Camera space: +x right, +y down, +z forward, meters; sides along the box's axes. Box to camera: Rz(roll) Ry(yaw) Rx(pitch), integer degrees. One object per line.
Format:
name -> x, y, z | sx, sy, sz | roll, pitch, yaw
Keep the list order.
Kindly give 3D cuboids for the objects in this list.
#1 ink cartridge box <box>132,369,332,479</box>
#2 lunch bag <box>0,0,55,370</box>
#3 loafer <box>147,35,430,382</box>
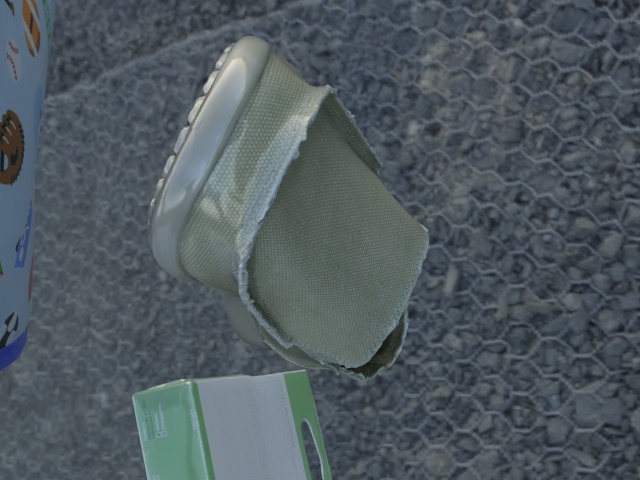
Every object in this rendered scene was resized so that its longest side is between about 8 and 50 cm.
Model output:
ink cartridge box -> -0.057, 0.194, 0.821 | 0.056, 0.235, 0.171 | -16, 80, 17
lunch bag -> -0.312, -0.070, 0.727 | 0.239, 0.385, 0.328 | 6, 96, 3
loafer -> 0.000, 0.000, 0.454 | 0.092, 0.268, 0.102 | 21, 77, 13
